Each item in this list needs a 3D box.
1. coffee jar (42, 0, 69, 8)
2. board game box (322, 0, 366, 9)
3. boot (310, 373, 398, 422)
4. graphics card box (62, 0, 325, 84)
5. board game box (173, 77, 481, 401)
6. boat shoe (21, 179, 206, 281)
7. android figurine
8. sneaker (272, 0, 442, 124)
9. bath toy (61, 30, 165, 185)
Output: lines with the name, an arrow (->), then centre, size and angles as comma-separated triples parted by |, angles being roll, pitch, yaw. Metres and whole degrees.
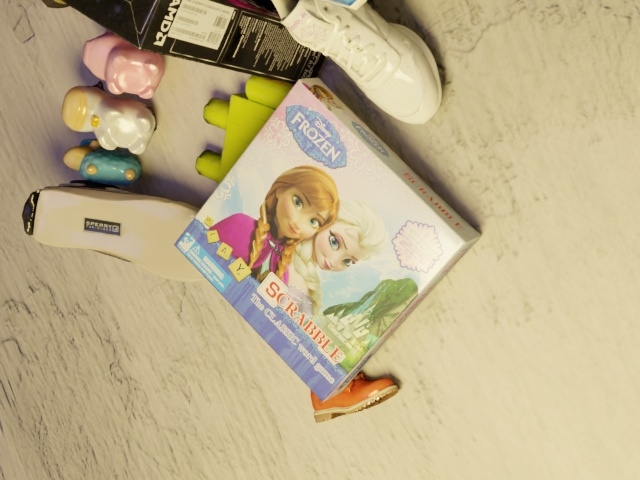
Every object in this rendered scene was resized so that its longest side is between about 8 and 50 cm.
coffee jar -> -0.383, -0.444, 1.937 | 0.184, 0.079, 0.096 | -23, 83, 40
board game box -> -0.025, -0.503, 1.466 | 0.390, 0.050, 0.390 | 28, 104, 49
boot -> 0.041, 0.207, 1.739 | 0.158, 0.059, 0.085 | -20, 81, 41
graphics card box -> -0.176, -0.308, 1.608 | 0.233, 0.371, 0.094 | 35, 108, 30
board game box -> 0.000, 0.000, 1.662 | 0.318, 0.066, 0.318 | 45, 114, 13
boat shoe -> -0.284, -0.031, 1.927 | 0.340, 0.158, 0.127 | 15, 105, 7
android figurine -> -0.070, -0.112, 1.767 | 0.273, 0.056, 0.248 | 27, 114, 34
sneaker -> 0.028, -0.260, 1.577 | 0.305, 0.152, 0.114 | 49, 131, 5
bath toy -> -0.309, -0.264, 1.892 | 0.151, 0.129, 0.348 | 15, 118, -11
